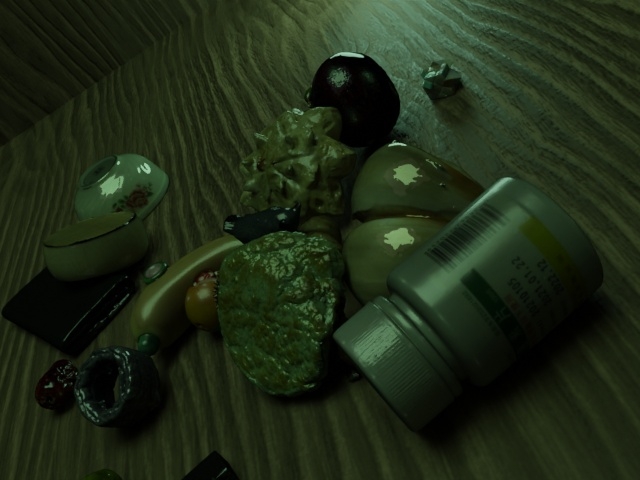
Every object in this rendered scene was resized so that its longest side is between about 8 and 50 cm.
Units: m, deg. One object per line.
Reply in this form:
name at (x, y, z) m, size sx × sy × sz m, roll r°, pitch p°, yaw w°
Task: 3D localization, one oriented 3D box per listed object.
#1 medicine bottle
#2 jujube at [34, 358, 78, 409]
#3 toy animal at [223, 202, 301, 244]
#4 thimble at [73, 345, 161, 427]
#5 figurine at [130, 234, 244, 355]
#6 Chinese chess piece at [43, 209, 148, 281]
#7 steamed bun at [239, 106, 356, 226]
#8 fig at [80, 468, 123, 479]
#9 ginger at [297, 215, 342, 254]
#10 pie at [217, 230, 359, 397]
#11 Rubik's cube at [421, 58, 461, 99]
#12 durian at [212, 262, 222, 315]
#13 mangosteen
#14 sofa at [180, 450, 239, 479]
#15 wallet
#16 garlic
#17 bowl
medicine bottle at (0.200, 0.091, 1.157) m, size 0.340 × 0.208 × 0.208 m, roll -40°, pitch 32°, yaw -5°
jujube at (-0.555, 0.300, 1.749) m, size 0.077 × 0.077 × 0.129 m, roll -28°, pitch 26°, yaw 14°
toy animal at (-0.108, -0.033, 1.543) m, size 0.121 × 0.117 × 0.210 m, roll -54°, pitch 5°, yaw -36°
thimble at (-0.375, 0.271, 1.543) m, size 0.150 × 0.098 × 0.150 m, roll -8°, pitch 71°, yaw 25°
figurine at (-0.234, 0.104, 1.650) m, size 0.325 × 0.124 × 0.222 m, roll -32°, pitch 32°, yaw 0°
Chinese chess piece at (-0.544, 0.010, 2.015) m, size 0.250 × 0.103 × 0.249 m, roll -12°, pitch 19°, yaw 4°
steamed bun at (-0.061, -0.149, 1.691) m, size 0.292 × 0.137 × 0.295 m, roll -53°, pitch 46°, yaw 23°
fig at (-0.362, 0.449, 1.353) m, size 0.093 × 0.093 × 0.166 m, roll -30°, pitch 33°, yaw 10°
ginger at (0.001, 0.001, 1.530) m, size 0.193 × 0.115 × 0.122 m, roll -16°, pitch 49°, yaw 64°
pie at (-0.060, 0.123, 1.368) m, size 0.257 × 0.105 × 0.274 m, roll -24°, pitch 77°, yaw 26°
Rubik's cube at (0.262, -0.358, 1.811) m, size 0.084 × 0.073 × 0.075 m, roll -22°, pitch 35°, yaw 27°
durian at (-0.118, 0.110, 1.501) m, size 0.158 × 0.168 × 0.137 m, roll 19°, pitch 22°, yaw 37°
mangosteen at (0.063, -0.294, 1.792) m, size 0.216 × 0.216 × 0.216 m, roll -25°, pitch 33°, yaw 18°
sofa at (-0.191, 0.393, 1.306) m, size 0.118 × 0.039 × 0.060 m, roll -41°, pitch 33°, yaw -8°
wallet at (-0.623, 0.146, 2.031) m, size 0.406 × 0.062 × 0.228 m, roll 11°, pitch 54°, yaw 51°
garlic at (0.150, -0.022, 1.390) m, size 0.249 × 0.285 × 0.313 m, roll -4°, pitch 12°, yaw -44°
bowl at (-0.566, -0.140, 2.274) m, size 0.277 × 0.145 × 0.277 m, roll -24°, pitch 36°, yaw 19°
